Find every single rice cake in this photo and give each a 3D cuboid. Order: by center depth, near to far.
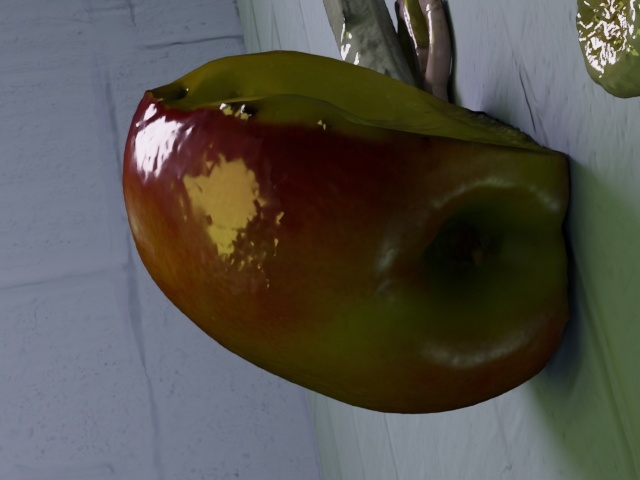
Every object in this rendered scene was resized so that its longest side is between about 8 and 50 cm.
[{"bbox_3d":[0.045,-0.184,1.453,0.256,0.057,0.052,-104,8,-51],"label":"rice cake"}]

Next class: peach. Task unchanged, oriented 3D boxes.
[{"bbox_3d":[0.003,-0.008,1.179,0.380,0.306,0.242,-129,44,-68],"label":"peach"}]

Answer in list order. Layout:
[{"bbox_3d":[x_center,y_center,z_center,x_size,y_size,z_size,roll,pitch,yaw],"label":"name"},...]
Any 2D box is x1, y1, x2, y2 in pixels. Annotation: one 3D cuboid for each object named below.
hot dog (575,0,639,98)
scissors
[{"bbox_3d":[0.146,-0.182,0.690,0.084,0.073,0.243,115,149,-71],"label":"hot dog"},{"bbox_3d":[0.105,-0.109,1.377,0.160,0.024,0.318,99,163,-62],"label":"scissors"}]
